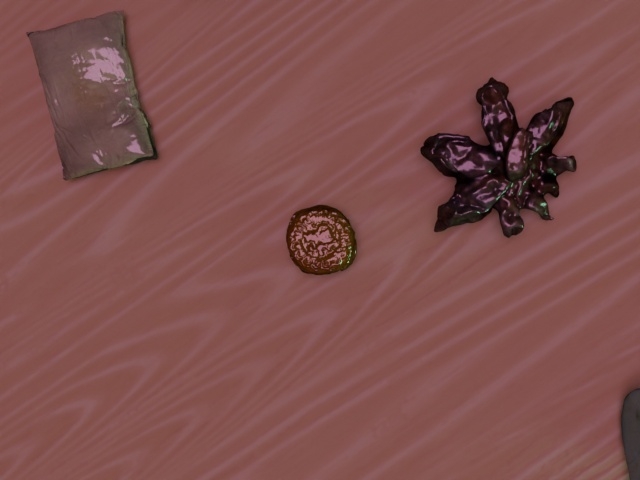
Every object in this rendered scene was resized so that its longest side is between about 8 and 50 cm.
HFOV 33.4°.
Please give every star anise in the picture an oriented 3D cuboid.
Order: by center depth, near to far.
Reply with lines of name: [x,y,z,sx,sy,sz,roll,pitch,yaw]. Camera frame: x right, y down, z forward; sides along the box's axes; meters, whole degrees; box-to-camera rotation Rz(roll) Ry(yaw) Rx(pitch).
star anise: [0.244,-0.115,1.444,0.214,0.099,0.220,4,90,-2]

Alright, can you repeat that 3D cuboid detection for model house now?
model house: [0.492,0.265,1.413,0.149,0.119,0.148,1,70,-14]

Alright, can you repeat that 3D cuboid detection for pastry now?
pastry: [0.000,0.000,1.494,0.109,0.057,0.097,45,94,4]

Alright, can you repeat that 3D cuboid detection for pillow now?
pillow: [-0.329,-0.210,1.544,0.148,0.050,0.229,-15,85,3]
